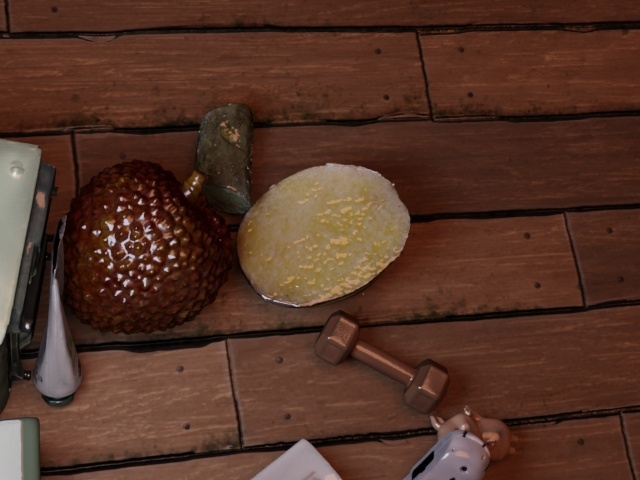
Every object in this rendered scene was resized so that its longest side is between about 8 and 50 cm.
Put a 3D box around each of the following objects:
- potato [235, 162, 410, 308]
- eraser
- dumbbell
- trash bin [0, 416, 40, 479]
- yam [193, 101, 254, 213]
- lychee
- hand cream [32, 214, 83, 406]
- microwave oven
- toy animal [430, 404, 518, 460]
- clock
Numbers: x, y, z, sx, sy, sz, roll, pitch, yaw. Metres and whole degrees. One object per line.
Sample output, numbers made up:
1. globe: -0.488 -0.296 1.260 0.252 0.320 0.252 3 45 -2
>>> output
1. potato: 0.000 0.000 2.066 0.299 0.116 0.239 -31 76 -12
2. eraser: -0.076 0.456 1.892 0.270 0.095 0.174 -35 79 -23
3. dumbbell: 0.104 0.203 2.034 0.231 0.092 0.082 29 39 -2
4. trash bin: -0.477 0.440 1.732 0.158 0.223 0.343 -1 73 -15
5. yam: -0.164 -0.141 2.083 0.107 0.107 0.183 8 66 -11
6. lychee: -0.273 0.014 1.902 0.276 0.276 0.304 41 103 3
7. hand cream: -0.389 0.122 1.808 0.076 0.336 0.121 1 43 -11
8. microwave oven: -0.522 0.060 1.758 0.247 0.394 0.333 11 69 -10
9. toy animal: 0.257 0.333 2.033 0.150 0.089 0.083 7 46 -8
10. clock: 0.214 0.391 1.965 0.117 0.080 0.176 39 107 -7
